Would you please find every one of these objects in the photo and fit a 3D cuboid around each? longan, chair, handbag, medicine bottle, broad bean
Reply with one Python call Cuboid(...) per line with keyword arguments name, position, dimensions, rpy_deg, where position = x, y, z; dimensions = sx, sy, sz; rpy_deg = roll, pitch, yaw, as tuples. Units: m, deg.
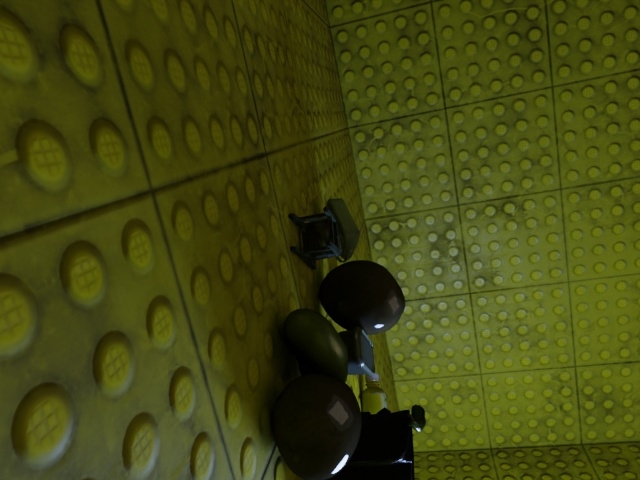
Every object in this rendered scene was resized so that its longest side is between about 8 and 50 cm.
Cuboid(name="longan", position=(-0.008, 0.445, 1.140), dimensions=(0.246, 0.215, 0.246), rpy_deg=(22, 57, -37))
Cuboid(name="longan", position=(0.154, 0.210, 1.768), dimensions=(0.350, 0.288, 0.288), rpy_deg=(28, -41, 55))
Cuboid(name="chair", position=(0.000, 0.000, 1.633), dimensions=(0.270, 0.147, 0.136), rpy_deg=(48, 35, -65))
Cuboid(name="handbag", position=(0.116, 0.604, 1.381), dimensions=(0.329, 0.303, 0.121), rpy_deg=(-29, 110, -78))
Cuboid(name="handbag", position=(0.071, -0.029, 1.960), dimensions=(0.219, 0.079, 0.256), rpy_deg=(105, -28, -42))
Cuboid(name="medicine bottle", position=(0.260, 0.761, 2.318), dimensions=(0.122, 0.122, 0.212), rpy_deg=(60, 25, -59))
Cuboid(name="broad bean", position=(0.292, 0.533, 1.426), dimensions=(0.061, 0.046, 0.195), rpy_deg=(63, 11, 17))
Cuboid(name="broad bean", position=(-0.011, 0.303, 1.307), dimensions=(0.238, 0.119, 0.291), rpy_deg=(45, -25, 34))

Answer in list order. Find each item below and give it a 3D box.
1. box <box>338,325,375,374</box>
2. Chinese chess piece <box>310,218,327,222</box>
Cuboid(name="box", position=(0.082, 0.399, 1.647), dimensions=(0.274, 0.178, 0.138), rpy_deg=(58, 26, -60))
Cuboid(name="Chinese chess piece", position=(0.005, -0.031, 1.869), dimensions=(0.144, 0.059, 0.144), rpy_deg=(-9, 90, -77))
